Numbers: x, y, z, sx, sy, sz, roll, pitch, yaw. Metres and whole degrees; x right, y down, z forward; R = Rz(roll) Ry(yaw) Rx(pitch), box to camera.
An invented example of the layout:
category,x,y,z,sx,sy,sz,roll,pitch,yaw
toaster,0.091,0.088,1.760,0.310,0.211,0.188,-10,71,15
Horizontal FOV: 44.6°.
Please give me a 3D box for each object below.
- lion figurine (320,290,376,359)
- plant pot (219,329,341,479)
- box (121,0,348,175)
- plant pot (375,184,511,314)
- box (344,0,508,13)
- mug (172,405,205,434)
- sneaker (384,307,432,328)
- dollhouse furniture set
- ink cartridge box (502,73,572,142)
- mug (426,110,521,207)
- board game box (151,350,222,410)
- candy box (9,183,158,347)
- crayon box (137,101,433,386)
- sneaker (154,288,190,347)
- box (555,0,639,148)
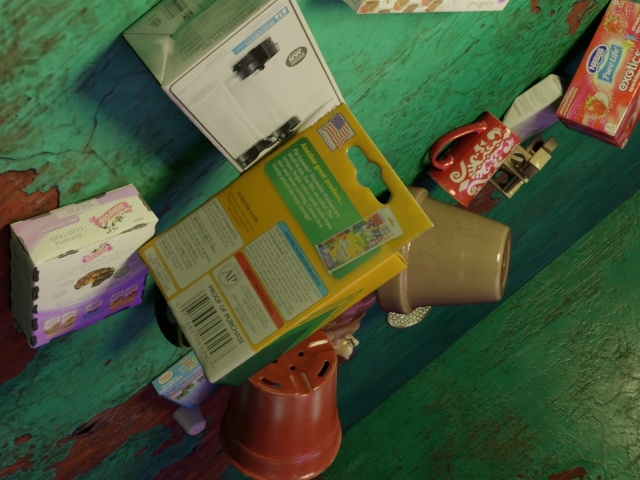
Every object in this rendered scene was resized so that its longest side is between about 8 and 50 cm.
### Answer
category,x,y,z,sx,sy,sz,roll,pitch,yaw
lion figurine,0.027,0.105,1.644,0.240,0.142,0.392,-31,144,1
plant pot,-0.076,0.325,1.646,0.272,0.272,0.265,-25,141,-31
box,-0.081,-0.190,0.907,0.169,0.087,0.290,-38,159,0
plant pot,0.249,0.028,1.533,0.263,0.229,0.263,7,90,-70
box,0.147,-0.339,1.010,0.324,0.067,0.063,-16,149,-43
mug,-0.292,0.410,1.785,0.062,0.064,0.078,-40,159,0
sneaker,0.236,0.164,2.045,0.226,0.086,0.163,-36,180,-23
dollhouse furniture set,0.445,-0.205,1.683,0.161,0.101,0.182,-47,174,-17
ink cartridge box,0.444,-0.266,1.680,0.232,0.066,0.189,-28,168,35
mug,0.303,-0.166,1.543,0.169,0.113,0.150,-48,159,13
board game box,-0.246,0.279,1.632,0.160,0.039,0.211,-38,158,-7
candy box,-0.308,0.035,1.010,0.165,0.070,0.196,-23,154,-34
crayon box,-0.040,0.008,0.971,0.323,0.203,0.083,-35,159,6
sneaker,-0.112,0.031,1.222,0.384,0.145,0.147,-46,157,21
box,0.587,-0.327,1.538,0.122,0.128,0.257,14,103,-60
